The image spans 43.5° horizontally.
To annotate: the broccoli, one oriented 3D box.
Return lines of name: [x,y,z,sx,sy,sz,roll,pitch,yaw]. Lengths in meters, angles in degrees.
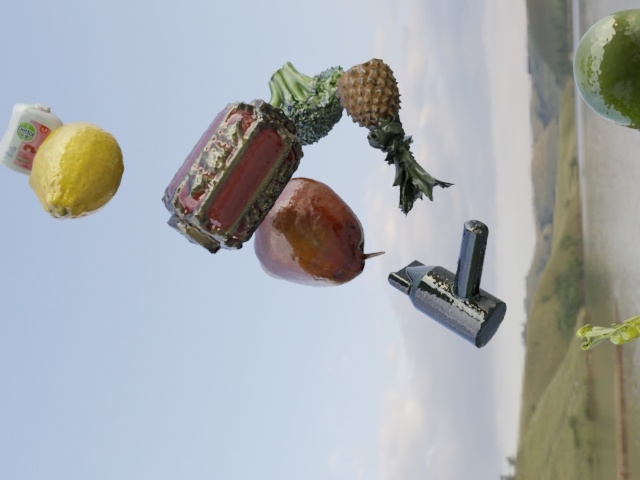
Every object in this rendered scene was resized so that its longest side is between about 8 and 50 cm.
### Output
broccoli: [-0.038,-0.293,1.734,0.198,0.176,0.226,-54,-8,-44]

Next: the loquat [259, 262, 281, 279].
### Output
loquat: [-0.093,0.029,2.092,0.163,0.137,0.163,-53,-2,-3]

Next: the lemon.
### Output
lemon: [-0.319,-0.090,1.053,0.155,0.114,0.114,-77,-23,-44]

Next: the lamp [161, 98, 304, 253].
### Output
lamp: [-0.150,-0.112,1.386,0.274,0.177,0.177,-56,-24,-4]

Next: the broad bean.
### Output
broad bean: [0.668,-0.350,1.667,0.238,0.291,0.119,-56,5,21]

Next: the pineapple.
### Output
pineapple: [0.128,-0.184,1.422,0.277,0.119,0.130,63,168,5]

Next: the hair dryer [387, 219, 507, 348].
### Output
hair dryer: [0.268,0.052,1.662,0.116,0.244,0.303,-36,-36,-34]

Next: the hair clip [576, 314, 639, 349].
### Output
hair clip: [0.555,0.173,1.508,0.072,0.173,0.046,-20,-95,-29]

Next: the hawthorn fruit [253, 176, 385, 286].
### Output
hawthorn fruit: [0.000,0.000,1.586,0.210,0.262,0.211,-55,-18,-29]

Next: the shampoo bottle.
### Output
shampoo bottle: [-0.396,-0.142,1.098,0.099,0.072,0.043,-61,14,16]
